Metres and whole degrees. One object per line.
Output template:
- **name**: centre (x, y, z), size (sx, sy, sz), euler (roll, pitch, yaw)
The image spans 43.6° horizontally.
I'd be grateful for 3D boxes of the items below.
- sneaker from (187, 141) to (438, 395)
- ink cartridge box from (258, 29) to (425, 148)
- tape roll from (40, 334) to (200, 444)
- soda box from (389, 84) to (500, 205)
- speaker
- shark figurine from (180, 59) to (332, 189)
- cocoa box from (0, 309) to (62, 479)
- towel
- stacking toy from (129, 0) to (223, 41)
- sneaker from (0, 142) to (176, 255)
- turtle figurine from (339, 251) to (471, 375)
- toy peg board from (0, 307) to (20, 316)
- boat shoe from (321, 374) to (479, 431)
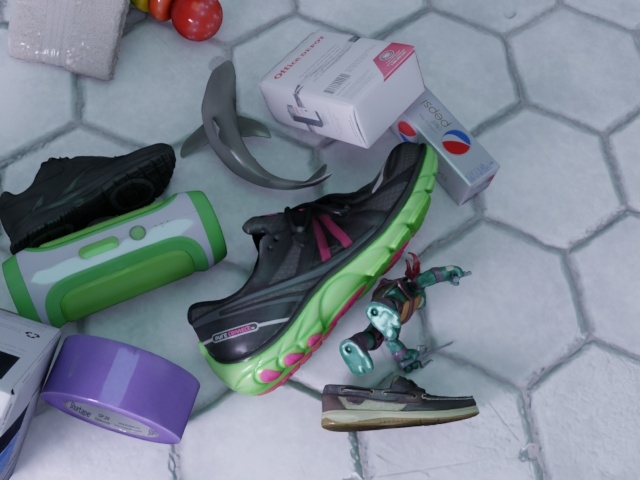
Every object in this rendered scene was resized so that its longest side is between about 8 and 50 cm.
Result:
- **sneaker**: centre (0.000, 0.000, 1.167), size (0.202, 0.185, 0.483), euler (41, 67, 9)
- **ink cartridge box**: centre (0.032, -0.248, 1.284), size (0.218, 0.092, 0.158), euler (24, 61, 40)
- **tape roll**: centre (-0.259, 0.197, 1.046), size (0.189, 0.189, 0.080), euler (16, 65, 2)
- **soda box**: centre (0.193, -0.166, 1.322), size (0.069, 0.074, 0.216), euler (-33, 73, -18)
- **speaker**: centre (-0.292, 0.028, 1.155), size (0.297, 0.131, 0.131), euler (-22, 69, -15)
- **shark figurine**: centre (-0.122, -0.150, 1.253), size (0.166, 0.116, 0.278), euler (-42, 78, -5)
- **cocoa box**: centre (-0.526, 0.182, 0.935), size (0.347, 0.231, 0.227), euler (20, 99, -8)
- **towel**: centre (-0.403, -0.419, 1.319), size (0.187, 0.049, 0.282), euler (15, 101, 3)
- **stacking toy**: centre (-0.311, -0.459, 1.386), size (0.330, 0.141, 0.141), euler (32, 66, 5)
- **sneaker**: centre (-0.358, -0.087, 1.220), size (0.286, 0.109, 0.130), euler (-29, 65, -19)
- **turtle figurine**: centre (0.122, 0.107, 1.157), size (0.118, 0.175, 0.234), euler (25, 24, 26)
- **toy peg board**: centre (-0.523, 0.145, 1.106), size (0.161, 0.079, 0.161), euler (17, 65, 3)
- **boat shoe**: centre (0.111, 0.226, 1.128), size (0.224, 0.080, 0.073), euler (-4, 71, -2)
